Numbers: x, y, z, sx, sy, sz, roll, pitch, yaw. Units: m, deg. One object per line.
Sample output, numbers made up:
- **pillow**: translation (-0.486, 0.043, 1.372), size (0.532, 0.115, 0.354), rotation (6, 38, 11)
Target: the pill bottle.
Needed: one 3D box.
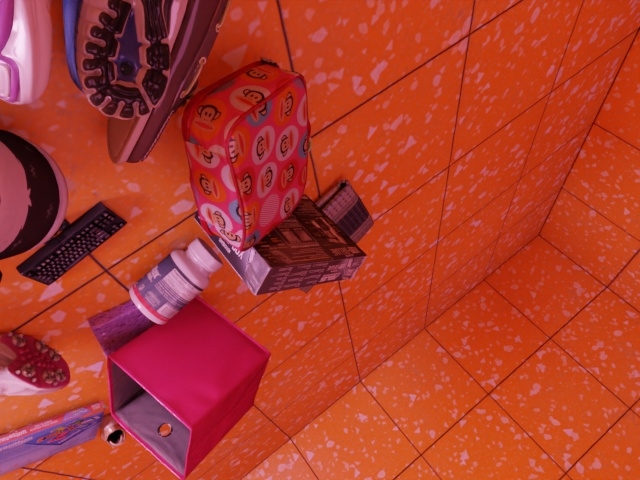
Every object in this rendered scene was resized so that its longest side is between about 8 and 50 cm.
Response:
- **pill bottle**: translation (-0.302, 0.082, 1.012), size (0.180, 0.108, 0.108), rotation (-42, 151, -3)

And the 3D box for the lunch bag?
- **lunch bag**: translation (-0.103, -0.150, 0.826), size (0.258, 0.120, 0.293), rotation (-47, 154, -36)

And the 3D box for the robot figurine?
- **robot figurine**: translation (-0.420, -0.053, 0.552), size (0.209, 0.174, 0.278), rotation (-48, -173, 1)

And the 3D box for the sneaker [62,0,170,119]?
- **sneaker**: translation (-0.240, -0.317, 0.551), size (0.130, 0.147, 0.329), rotation (4, 107, -50)

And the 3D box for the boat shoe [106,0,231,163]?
- **boat shoe**: translation (-0.217, -0.249, 0.679), size (0.097, 0.117, 0.324), rotation (2, 122, -48)

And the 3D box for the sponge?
- **sponge**: translation (-0.446, 0.220, 1.096), size (0.117, 0.031, 0.210), rotation (-27, 148, -27)

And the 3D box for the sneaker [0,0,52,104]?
- **sneaker**: translation (-0.287, -0.289, 0.455), size (0.152, 0.114, 0.304), rotation (-46, 143, -63)

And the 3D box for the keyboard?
- **keyboard**: translation (-0.438, 0.005, 0.832), size (0.180, 0.023, 0.108), rotation (-41, 151, -6)

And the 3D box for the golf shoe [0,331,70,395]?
- **golf shoe**: translation (-0.609, 0.235, 0.856), size (0.140, 0.115, 0.306), rotation (-36, 146, 9)

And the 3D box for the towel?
- **towel**: translation (0.000, 0.000, 1.352), size (0.324, 0.056, 0.312), rotation (-46, 154, 0)

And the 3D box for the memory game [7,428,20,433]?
- **memory game**: translation (-0.752, 0.504, 1.112), size (0.186, 0.012, 0.186), rotation (-31, 149, -22)

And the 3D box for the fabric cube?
- **fabric cube**: translation (-0.314, 0.343, 1.135), size (0.258, 0.254, 0.259), rotation (-39, 156, -47)

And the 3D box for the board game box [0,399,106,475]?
- **board game box**: translation (-0.674, 0.483, 1.140), size (0.281, 0.027, 0.145), rotation (-8, 137, -48)

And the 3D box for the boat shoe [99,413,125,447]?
- **boat shoe**: translation (-0.580, 0.549, 1.335), size (0.063, 0.059, 0.170), rotation (-27, 147, -26)

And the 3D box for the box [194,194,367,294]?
- **box**: translation (-0.078, -0.006, 1.036), size (0.308, 0.242, 0.076), rotation (-5, 133, -49)

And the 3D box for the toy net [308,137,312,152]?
- **toy net**: translation (-0.119, -0.190, 0.943), size (0.232, 0.045, 0.122), rotation (-26, 147, -27)
